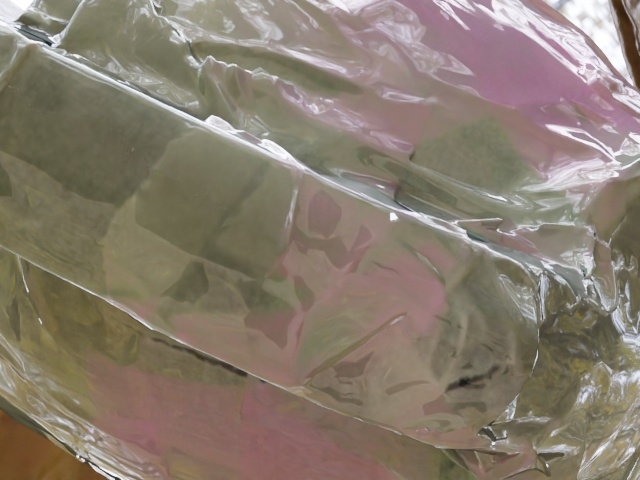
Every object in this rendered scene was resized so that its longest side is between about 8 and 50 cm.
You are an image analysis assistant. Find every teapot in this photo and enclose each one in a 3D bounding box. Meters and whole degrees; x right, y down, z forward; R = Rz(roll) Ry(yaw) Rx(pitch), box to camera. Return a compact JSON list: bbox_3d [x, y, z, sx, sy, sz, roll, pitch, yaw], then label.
[{"bbox_3d":[0.009,-0.010,0.450,0.163,0.178,0.221,-53,-32,-19],"label":"teapot"}]

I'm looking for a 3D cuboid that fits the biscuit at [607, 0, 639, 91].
[{"bbox_3d":[0.251,-0.085,0.887,0.049,0.257,0.273,-37,-87,-35],"label":"biscuit"}]

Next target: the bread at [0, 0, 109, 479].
[{"bbox_3d":[-0.104,0.012,0.695,0.156,0.204,0.288,-44,-55,12],"label":"bread"}]
